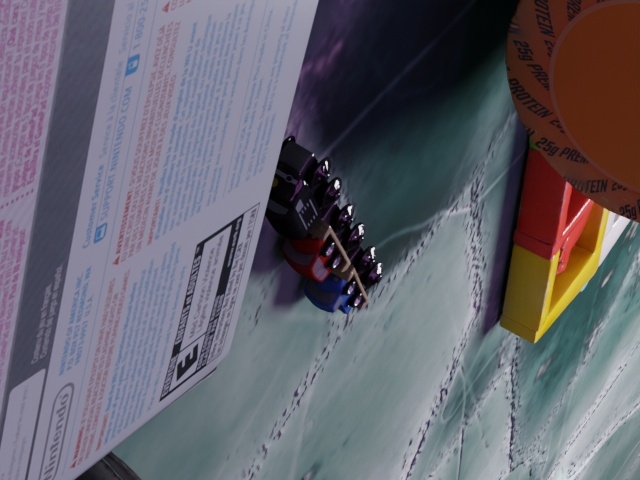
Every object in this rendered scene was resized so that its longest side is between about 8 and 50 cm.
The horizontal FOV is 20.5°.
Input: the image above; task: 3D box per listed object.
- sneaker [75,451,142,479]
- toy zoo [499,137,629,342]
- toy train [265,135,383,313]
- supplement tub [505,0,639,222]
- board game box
[{"bbox_3d":[-0.126,0.173,0.541,0.276,0.135,0.097,-62,162,4],"label":"sneaker"},{"bbox_3d":[0.185,-0.060,1.151,0.192,0.030,0.293,-49,156,-33],"label":"toy zoo"},{"bbox_3d":[0.000,0.000,0.781,0.036,0.027,0.158,-55,159,-10],"label":"toy train"},{"bbox_3d":[0.236,-0.150,0.924,0.316,0.194,0.193,-43,153,-41],"label":"supplement tub"},{"bbox_3d":[-0.116,-0.015,0.379,0.303,0.097,0.224,-36,147,-53],"label":"board game box"}]
